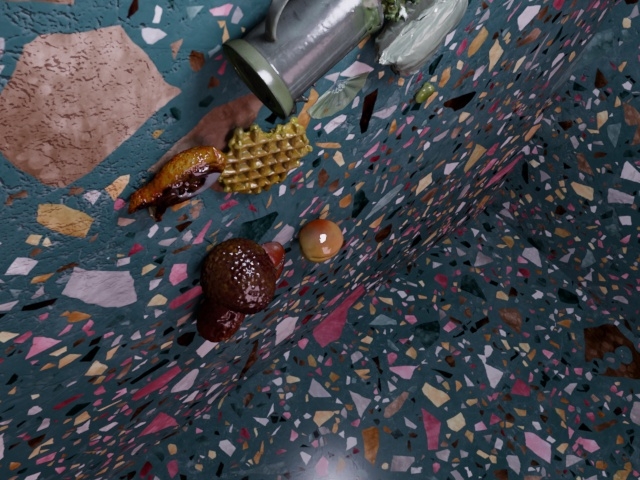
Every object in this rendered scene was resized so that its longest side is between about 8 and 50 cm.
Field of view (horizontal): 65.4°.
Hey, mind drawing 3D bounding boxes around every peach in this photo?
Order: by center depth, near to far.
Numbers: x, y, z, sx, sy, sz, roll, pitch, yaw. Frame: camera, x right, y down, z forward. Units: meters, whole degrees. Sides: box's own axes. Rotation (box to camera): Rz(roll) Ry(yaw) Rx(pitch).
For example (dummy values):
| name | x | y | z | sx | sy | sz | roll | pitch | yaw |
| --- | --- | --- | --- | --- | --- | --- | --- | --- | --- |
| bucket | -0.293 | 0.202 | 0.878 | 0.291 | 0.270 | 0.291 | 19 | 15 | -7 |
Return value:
| name | x | y | z | sx | sy | sz | roll | pitch | yaw |
| --- | --- | --- | --- | --- | --- | --- | --- | --- | --- |
| peach | 0.000 | 0.000 | 1.964 | 0.184 | 0.184 | 0.184 | -35 | 157 | -18 |

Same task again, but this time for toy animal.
| name | x | y | z | sx | sy | sz | roll | pitch | yaw |
| --- | --- | --- | --- | --- | --- | --- | --- | --- | --- |
| toy animal | -0.064 | -0.385 | 1.324 | 0.065 | 0.047 | 0.135 | -16 | 152 | -38 |

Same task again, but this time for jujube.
| name | x | y | z | sx | sy | sz | roll | pitch | yaw |
| --- | --- | --- | --- | --- | --- | --- | --- | --- | --- |
| jujube | -0.374 | 0.283 | 1.878 | 0.174 | 0.174 | 0.250 | -22 | 161 | -40 |

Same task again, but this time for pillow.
| name | x | y | z | sx | sy | sz | roll | pitch | yaw |
| --- | --- | --- | --- | --- | --- | --- | --- | --- | --- |
| pillow | 0.287 | -0.588 | 1.377 | 0.310 | 0.138 | 0.283 | -46 | 172 | 25 |

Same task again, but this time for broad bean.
| name | x | y | z | sx | sy | sz | roll | pitch | yaw |
| --- | --- | --- | --- | --- | --- | --- | --- | --- | --- |
| broad bean | 0.373 | -0.528 | 1.786 | 0.063 | 0.045 | 0.083 | -15 | 153 | -46 |

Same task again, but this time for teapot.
| name | x | y | z | sx | sy | sz | roll | pitch | yaw |
| --- | --- | --- | --- | --- | --- | --- | --- | --- | --- |
| teapot | -0.028 | -0.456 | 1.055 | 0.337 | 0.200 | 0.270 | -43 | 164 | -4 |

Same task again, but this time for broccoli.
| name | x | y | z | sx | sy | sz | roll | pitch | yaw |
| --- | --- | --- | --- | --- | --- | --- | --- | --- | --- |
| broccoli | 0.191 | -0.614 | 1.181 | 0.155 | 0.160 | 0.167 | 4 | 113 | -38 |

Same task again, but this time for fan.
| name | x | y | z | sx | sy | sz | roll | pitch | yaw |
| --- | --- | --- | --- | --- | --- | --- | --- | --- | --- |
| fan | 0.056 | -0.430 | 1.489 | 0.240 | 0.009 | 0.131 | -36 | 159 | -15 |

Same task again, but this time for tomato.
| name | x | y | z | sx | sy | sz | roll | pitch | yaw |
| --- | --- | --- | --- | --- | --- | --- | --- | --- | --- |
| tomato | -0.219 | 0.116 | 1.908 | 0.228 | 0.101 | 0.228 | -32 | 153 | -18 |

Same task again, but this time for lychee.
| name | x | y | z | sx | sy | sz | roll | pitch | yaw |
| --- | --- | --- | --- | --- | --- | --- | --- | --- | --- |
| lychee | -0.263 | 0.119 | 1.648 | 0.261 | 0.260 | 0.260 | -35 | 157 | -18 |

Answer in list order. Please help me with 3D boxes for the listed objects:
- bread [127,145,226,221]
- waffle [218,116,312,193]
| name | x | y | z | sx | sy | sz | roll | pitch | yaw |
| --- | --- | --- | --- | --- | --- | --- | --- | --- | --- |
| bread | -0.356 | -0.146 | 1.235 | 0.269 | 0.095 | 0.139 | -31 | 157 | 9 |
| waffle | -0.158 | -0.235 | 1.410 | 0.301 | 0.058 | 0.281 | -4 | 140 | -53 |
